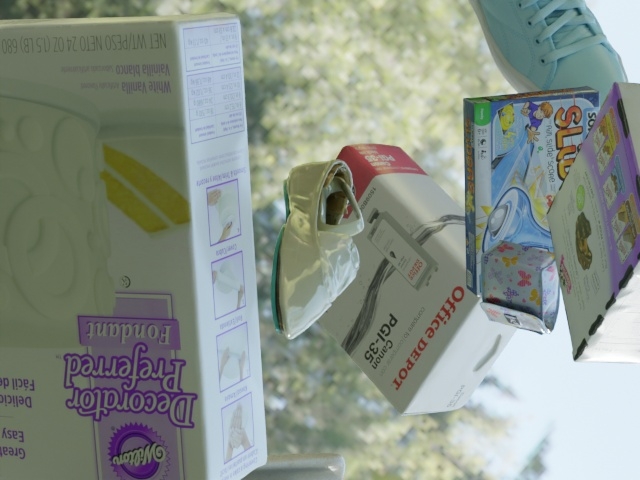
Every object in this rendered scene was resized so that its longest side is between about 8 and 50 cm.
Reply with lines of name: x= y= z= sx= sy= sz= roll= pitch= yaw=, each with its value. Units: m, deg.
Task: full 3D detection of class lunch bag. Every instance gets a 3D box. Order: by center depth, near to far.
lunch bag: x=0.195 y=0.050 z=1.579 sx=0.071 sy=0.083 sz=0.053 roll=17 pitch=-146 yaw=30

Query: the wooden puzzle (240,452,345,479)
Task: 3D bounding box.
wooden puzzle: x=-0.091 y=0.369 z=1.443 sx=0.080 sy=0.322 sz=0.348 roll=-4 pitch=-96 yaw=52

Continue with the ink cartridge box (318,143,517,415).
ink cartridge box: x=0.101 y=0.046 z=1.993 sx=0.283 sy=0.117 sz=0.207 roll=47 pitch=-61 yaw=31

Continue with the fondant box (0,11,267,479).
fondant box: x=-0.172 y=0.008 z=1.153 sx=0.238 sy=0.330 sz=0.096 roll=1 pitch=-168 yaw=24

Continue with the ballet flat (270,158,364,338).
ballet flat: x=0.000 y=0.000 z=1.518 sx=0.086 sy=0.086 sz=0.248 roll=-35 pitch=-153 yaw=23

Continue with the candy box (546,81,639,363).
candy box: x=0.267 y=-0.012 z=1.398 sx=0.196 sy=0.070 sz=0.165 roll=109 pitch=-20 yaw=-53

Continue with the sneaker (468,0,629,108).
sneaker: x=0.255 y=-0.300 z=1.965 sx=0.135 sy=0.150 sz=0.366 roll=-29 pitch=-114 yaw=-11

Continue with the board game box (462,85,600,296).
board game box: x=0.214 y=-0.050 z=1.644 sx=0.136 sy=0.201 sz=0.035 roll=-7 pitch=-163 yaw=-14
